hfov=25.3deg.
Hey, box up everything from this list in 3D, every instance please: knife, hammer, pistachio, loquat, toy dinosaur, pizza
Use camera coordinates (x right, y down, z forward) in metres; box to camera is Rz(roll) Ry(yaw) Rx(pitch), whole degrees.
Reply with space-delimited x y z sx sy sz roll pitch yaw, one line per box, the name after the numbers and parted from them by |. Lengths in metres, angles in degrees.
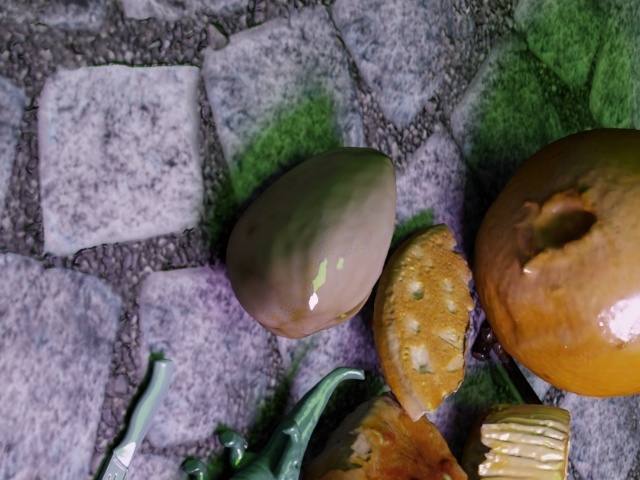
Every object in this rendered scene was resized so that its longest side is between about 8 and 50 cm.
-0.188 0.206 1.351 0.028 0.015 0.210 43 64 -46 | knife
0.241 0.168 1.780 0.065 0.021 0.178 -56 131 -26 | hammer
0.000 0.000 1.442 0.153 0.138 0.238 43 57 1 | pistachio
0.338 0.027 1.654 0.328 0.328 0.328 -4 96 -45 | loquat
-0.065 0.228 1.436 0.120 0.079 0.292 46 65 -44 | toy dinosaur
0.110 0.088 1.582 0.127 0.058 0.246 11 60 -24 | pizza

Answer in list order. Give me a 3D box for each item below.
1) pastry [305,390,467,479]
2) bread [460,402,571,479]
0.076 0.270 1.523 0.229 0.100 0.218 2 61 -40 | pastry
0.223 0.315 1.665 0.179 0.133 0.250 4 90 -75 | bread
